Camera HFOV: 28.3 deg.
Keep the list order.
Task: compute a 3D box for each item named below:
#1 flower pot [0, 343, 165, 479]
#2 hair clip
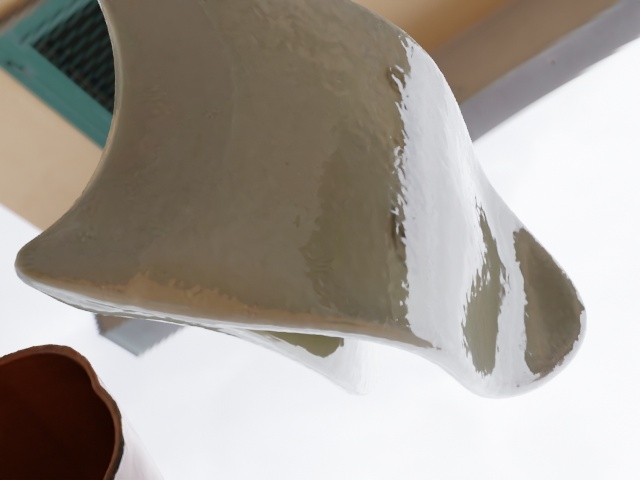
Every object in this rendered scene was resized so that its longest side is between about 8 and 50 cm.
[{"bbox_3d":[-0.164,0.185,0.768,0.191,0.173,0.190,-15,-134,16],"label":"flower pot"},{"bbox_3d":[0.012,-0.008,0.555,0.113,0.282,0.172,-17,-127,27],"label":"hair clip"}]
